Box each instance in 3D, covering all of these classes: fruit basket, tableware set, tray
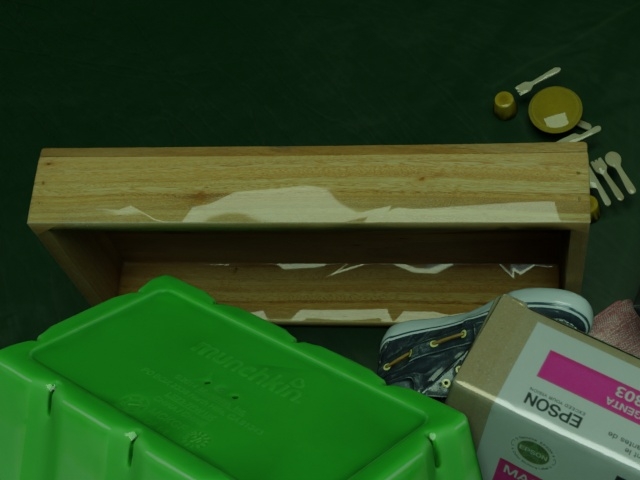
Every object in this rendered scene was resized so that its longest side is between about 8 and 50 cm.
[{"bbox_3d":[-0.080,0.259,0.861,0.392,0.392,0.283,40,42,23],"label":"fruit basket"},{"bbox_3d":[0.202,-0.075,1.086,0.104,0.024,0.154,-26,65,-1],"label":"tableware set"},{"bbox_3d":[0.000,0.000,0.978,0.411,0.203,0.076,-1,64,8],"label":"tray"}]

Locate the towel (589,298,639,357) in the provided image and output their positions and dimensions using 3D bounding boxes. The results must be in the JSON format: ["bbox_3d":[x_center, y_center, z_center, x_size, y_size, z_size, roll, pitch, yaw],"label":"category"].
[{"bbox_3d":[0.249,0.229,0.926,0.237,0.037,0.329,-33,66,-10],"label":"towel"}]

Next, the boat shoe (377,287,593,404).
[{"bbox_3d":[0.126,0.098,0.958,0.183,0.065,0.083,-17,37,29],"label":"boat shoe"}]

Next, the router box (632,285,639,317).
[{"bbox_3d":[0.416,-0.022,0.896,0.309,0.081,0.243,-2,50,44],"label":"router box"}]

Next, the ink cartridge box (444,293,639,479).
[{"bbox_3d":[0.193,0.168,0.828,0.234,0.193,0.088,25,52,16],"label":"ink cartridge box"}]
